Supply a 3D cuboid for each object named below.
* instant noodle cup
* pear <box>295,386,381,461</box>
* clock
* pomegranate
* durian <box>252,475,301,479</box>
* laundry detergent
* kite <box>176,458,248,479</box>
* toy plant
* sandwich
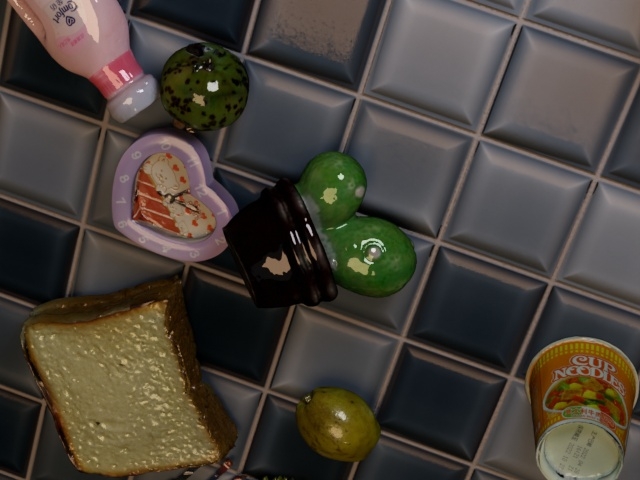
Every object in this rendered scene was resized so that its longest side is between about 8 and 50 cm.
[{"bbox_3d":[0.356,0.248,1.718,0.168,0.185,0.168,5,115,11],"label":"instant noodle cup"},{"bbox_3d":[0.025,0.270,1.849,0.131,0.107,0.107,35,117,-14],"label":"pear"},{"bbox_3d":[-0.213,-0.060,1.771,0.172,0.064,0.198,-23,108,21],"label":"clock"},{"bbox_3d":[-0.162,-0.195,1.678,0.122,0.122,0.161,37,143,-6],"label":"pomegranate"},{"bbox_3d":[-0.071,0.492,1.943,0.200,0.176,0.237,21,107,-20],"label":"durian"},{"bbox_3d":[-0.335,-0.308,1.657,0.159,0.088,0.335,-24,106,45],"label":"laundry detergent"},{"bbox_3d":[-0.214,0.420,2.022,0.141,0.015,0.245,39,120,-8],"label":"kite"},{"bbox_3d":[0.000,0.000,1.704,0.235,0.175,0.218,-23,103,-5],"label":"toy plant"},{"bbox_3d":[-0.293,0.215,1.900,0.271,0.099,0.301,-8,116,21],"label":"sandwich"}]
